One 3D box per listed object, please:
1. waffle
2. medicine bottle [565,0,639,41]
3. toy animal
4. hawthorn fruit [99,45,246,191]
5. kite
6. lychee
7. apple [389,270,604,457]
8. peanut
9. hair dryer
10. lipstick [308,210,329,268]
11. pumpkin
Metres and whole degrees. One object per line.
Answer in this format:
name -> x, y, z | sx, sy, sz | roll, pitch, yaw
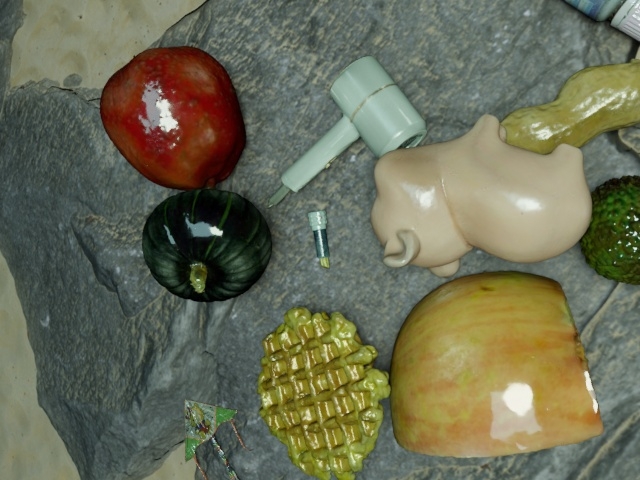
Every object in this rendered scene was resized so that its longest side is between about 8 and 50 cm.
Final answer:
waffle -> -0.008, 0.273, 0.877 | 0.302, 0.068, 0.324 | 29, 108, 41
medicine bottle -> 0.447, -0.387, 0.738 | 0.203, 0.083, 0.083 | 45, 105, 17
toy animal -> 0.232, -0.055, 0.742 | 0.326, 0.237, 0.269 | 29, 99, 33
hawthorn fruit -> -0.275, -0.218, 0.936 | 0.265, 0.265, 0.307 | -22, 91, 20
kite -> -0.227, 0.448, 1.044 | 0.198, 0.006, 0.244 | -43, 76, 16
lychee -> 0.462, -0.018, 0.704 | 0.171, 0.171, 0.171 | 0, 90, 21
apple -> 0.252, 0.207, 0.761 | 0.309, 0.252, 0.314 | -13, 41, 20
peanut -> 0.401, -0.196, 0.751 | 0.263, 0.101, 0.117 | -29, 55, 21
hair dryer -> 0.018, -0.162, 0.913 | 0.357, 0.108, 0.173 | -39, 76, 26
lipstick -> 0.000, 0.000, 0.940 | 0.037, 0.037, 0.116 | -7, 92, 21
pumpkin -> -0.215, 0.017, 0.910 | 0.250, 0.216, 0.249 | -2, 128, -2
